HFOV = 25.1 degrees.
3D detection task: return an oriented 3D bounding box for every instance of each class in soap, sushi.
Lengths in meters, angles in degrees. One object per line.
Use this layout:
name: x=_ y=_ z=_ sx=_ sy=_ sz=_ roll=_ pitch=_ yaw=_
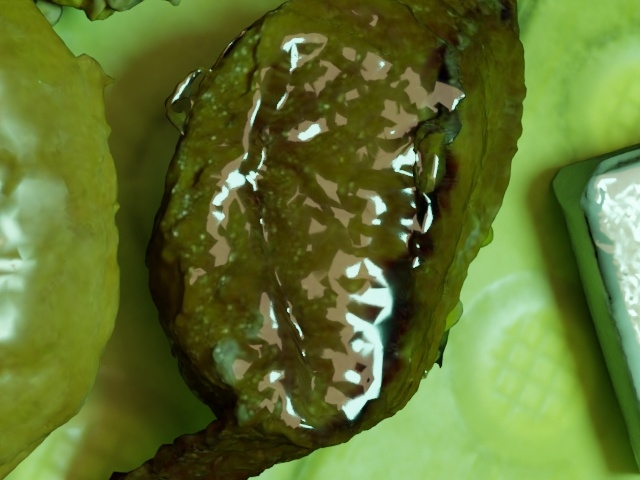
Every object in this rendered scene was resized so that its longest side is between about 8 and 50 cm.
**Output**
soap: x=0.210 y=0.032 z=0.783 sx=0.122 sy=0.064 sz=0.183 roll=-17 pitch=93 yaw=-1
sushi: x=0.003 y=-0.003 z=0.688 sx=0.167 sy=0.179 sz=0.296 roll=13 pitch=79 yaw=-2

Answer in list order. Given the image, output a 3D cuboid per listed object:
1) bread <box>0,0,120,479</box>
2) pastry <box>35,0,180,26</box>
bread: x=-0.239 y=-0.005 z=0.575 sx=0.312 sy=0.172 sz=0.312 roll=0 pitch=89 yaw=-21
pastry: x=-0.162 y=-0.193 z=0.656 sx=0.154 sy=0.102 sz=0.250 roll=-43 pitch=103 yaw=-17
